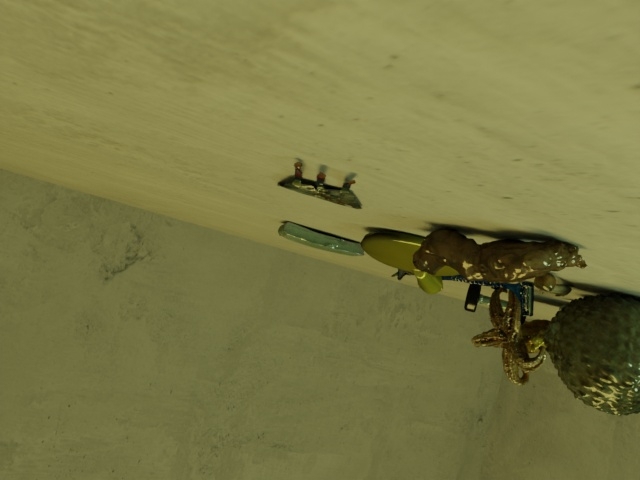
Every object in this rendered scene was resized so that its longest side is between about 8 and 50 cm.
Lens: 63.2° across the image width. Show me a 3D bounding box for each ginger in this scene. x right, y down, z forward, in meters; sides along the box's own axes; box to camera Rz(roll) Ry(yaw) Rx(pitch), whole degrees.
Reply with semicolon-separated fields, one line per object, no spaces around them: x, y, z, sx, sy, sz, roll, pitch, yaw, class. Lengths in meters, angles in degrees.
0.243;0.020;0.794;0.122;0.084;0.290;-8;-176;-32;ginger

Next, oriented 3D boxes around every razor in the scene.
0.435;0.116;1.424;0.056;0.093;0.324;-26;-153;-36;razor

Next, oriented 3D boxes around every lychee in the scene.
0.608;0.230;1.072;0.255;0.255;0.274;18;-164;-33;lychee

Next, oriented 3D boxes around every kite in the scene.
0.001;-0.073;0.733;0.141;0.015;0.245;12;176;-1;kite

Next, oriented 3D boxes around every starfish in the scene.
0.558;0.277;1.556;0.112;0.303;0.312;-10;157;-12;starfish

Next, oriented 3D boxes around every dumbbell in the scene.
0.578;0.205;1.707;0.191;0.100;0.100;13;175;13;dumbbell

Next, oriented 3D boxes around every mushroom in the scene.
0.513;0.106;1.147;0.068;0.043;0.306;32;-175;28;mushroom

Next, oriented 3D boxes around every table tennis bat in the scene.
0.221;0.052;1.151;0.224;0.054;0.368;9;164;26;table tennis bat

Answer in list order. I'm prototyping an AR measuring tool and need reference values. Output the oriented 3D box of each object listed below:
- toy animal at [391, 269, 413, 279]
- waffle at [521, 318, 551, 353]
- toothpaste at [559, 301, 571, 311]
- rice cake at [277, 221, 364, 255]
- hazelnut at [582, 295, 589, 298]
0.247;0.072;1.391;0.105;0.070;0.202;-4;171;-1;toy animal
0.792;0.305;1.692;0.381;0.095;0.379;-9;173;19;waffle
0.759;0.197;1.384;0.069;0.047;0.268;38;163;-25;toothpaste
0.000;0.000;1.426;0.236;0.043;0.127;15;174;-16;rice cake
0.705;0.214;1.242;0.202;0.160;0.170;51;167;10;hazelnut
